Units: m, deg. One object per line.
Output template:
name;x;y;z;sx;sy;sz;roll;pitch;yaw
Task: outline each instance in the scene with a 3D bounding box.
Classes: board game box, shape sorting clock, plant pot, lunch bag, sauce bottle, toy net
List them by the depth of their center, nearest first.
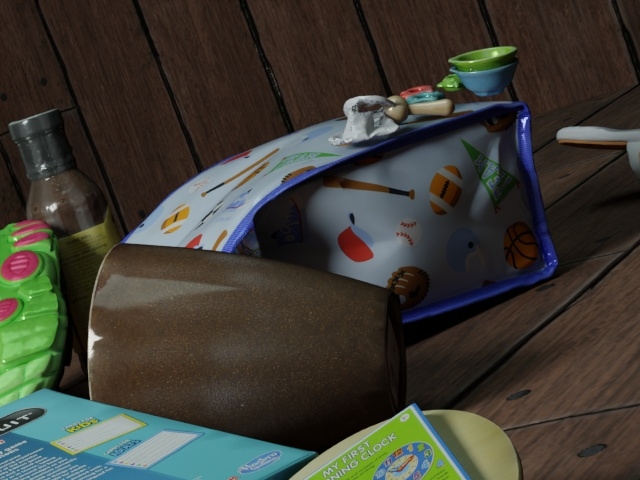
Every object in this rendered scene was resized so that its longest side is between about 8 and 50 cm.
shape sorting clock;0.027;0.177;1.015;0.206;0.040;0.206;-25;30;16
board game box;-0.195;0.201;1.189;0.253;0.079;0.336;-22;17;-38
plant pot;-0.049;0.103;1.433;0.230;0.215;0.215;-3;11;11
toy net;0.092;-0.151;1.759;0.232;0.045;0.122;-21;19;-32
lunch bag;0.000;0.000;1.827;0.385;0.239;0.328;-16;7;-28
sauce bottle;-0.314;0.000;2.239;0.111;0.344;0.111;-18;8;2

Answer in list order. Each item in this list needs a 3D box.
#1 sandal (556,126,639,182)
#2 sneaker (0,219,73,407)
sandal;0.393;-0.093;2.037;0.102;0.076;0.265;4;0;-42
sneaker;-0.358;0.143;2.014;0.185;0.202;0.483;-11;25;4
